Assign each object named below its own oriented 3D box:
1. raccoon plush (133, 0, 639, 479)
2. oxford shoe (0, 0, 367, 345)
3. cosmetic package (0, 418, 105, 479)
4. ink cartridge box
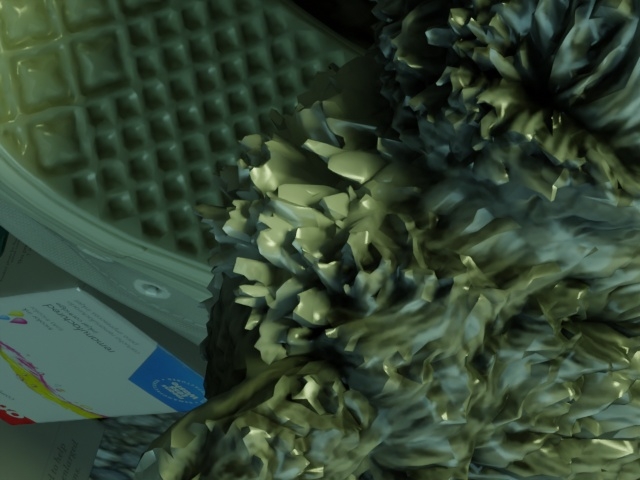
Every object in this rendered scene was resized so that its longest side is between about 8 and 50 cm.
[{"bbox_3d":[0.105,-0.022,0.399,0.216,0.299,0.446,23,174,-17],"label":"raccoon plush"},{"bbox_3d":[0.000,0.000,0.774,0.449,0.169,0.130,35,166,-34],"label":"oxford shoe"},{"bbox_3d":[-0.274,0.169,1.202,0.151,0.151,0.184,35,147,-33],"label":"cosmetic package"},{"bbox_3d":[-0.158,0.038,0.986,0.231,0.078,0.134,-9,143,39],"label":"ink cartridge box"}]
